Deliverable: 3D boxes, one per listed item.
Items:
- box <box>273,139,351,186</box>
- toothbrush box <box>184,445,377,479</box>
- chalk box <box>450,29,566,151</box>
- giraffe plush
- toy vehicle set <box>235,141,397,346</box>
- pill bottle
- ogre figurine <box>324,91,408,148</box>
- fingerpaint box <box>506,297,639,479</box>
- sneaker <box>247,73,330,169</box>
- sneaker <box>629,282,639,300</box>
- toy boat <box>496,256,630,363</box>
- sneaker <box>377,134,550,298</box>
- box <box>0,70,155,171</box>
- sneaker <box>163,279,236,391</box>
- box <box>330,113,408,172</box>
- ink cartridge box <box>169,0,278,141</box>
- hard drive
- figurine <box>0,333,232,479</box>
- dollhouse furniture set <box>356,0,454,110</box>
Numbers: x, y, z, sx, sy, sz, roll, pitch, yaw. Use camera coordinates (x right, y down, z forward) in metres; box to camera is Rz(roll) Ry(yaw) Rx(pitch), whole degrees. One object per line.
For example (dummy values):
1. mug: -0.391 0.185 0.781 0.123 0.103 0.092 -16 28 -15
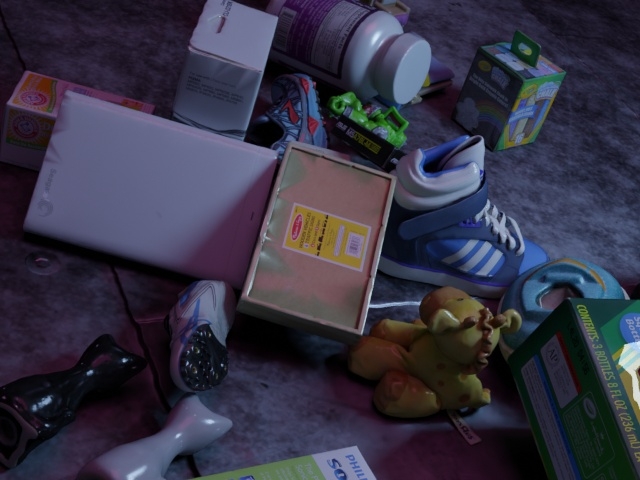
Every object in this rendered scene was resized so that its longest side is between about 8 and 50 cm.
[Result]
1. box: -0.017 -0.034 1.538 0.113 0.094 0.275 13 36 -9
2. toothbrush box: -0.052 0.339 1.004 0.283 0.122 0.206 -6 42 -31
3. chalk box: 0.372 -0.302 1.979 0.132 0.213 0.132 -15 48 -39
4. giraffe plush: 0.161 0.137 1.330 0.210 0.170 0.181 37 39 23
5. toy vehicle set: 0.000 0.000 1.390 0.166 0.035 0.266 18 57 -5
6. pill bottle: 0.050 -0.366 1.915 0.302 0.169 0.169 28 35 26
7. ogre figurine: 0.088 -0.209 1.813 0.118 0.097 0.197 39 -5 17
8. fingerpaint box: 0.474 0.292 1.197 0.371 0.163 0.444 4 53 -23
9. sneaker: -0.065 -0.208 1.742 0.125 0.104 0.261 3 38 -19
10. sneaker: 0.583 0.183 1.555 0.163 0.106 0.281 13 41 -25
11. toy boat: 0.414 0.091 1.462 0.318 0.148 0.267 -1 27 15
12. sneaker: 0.243 -0.044 1.554 0.323 0.236 0.130 8 37 -16
13. box: -0.366 -0.163 1.534 0.203 0.103 0.114 15 35 -7
14. sneaker: -0.158 0.121 1.265 0.086 0.085 0.237 -14 20 8
15. box: 0.131 -0.122 1.665 0.191 0.045 0.184 29 9 -34
16. ink cartridge box: -0.160 -0.201 1.537 0.114 0.272 0.197 16 36 -6
17. hard drive: -0.232 -0.069 1.419 0.308 0.203 0.040 16 -8 -6
18. figurine: -0.228 0.202 1.139 0.215 0.092 0.209 32 33 15
19. dollhouse furniture set: 0.182 -0.434 2.078 0.303 0.198 0.286 41 40 26
